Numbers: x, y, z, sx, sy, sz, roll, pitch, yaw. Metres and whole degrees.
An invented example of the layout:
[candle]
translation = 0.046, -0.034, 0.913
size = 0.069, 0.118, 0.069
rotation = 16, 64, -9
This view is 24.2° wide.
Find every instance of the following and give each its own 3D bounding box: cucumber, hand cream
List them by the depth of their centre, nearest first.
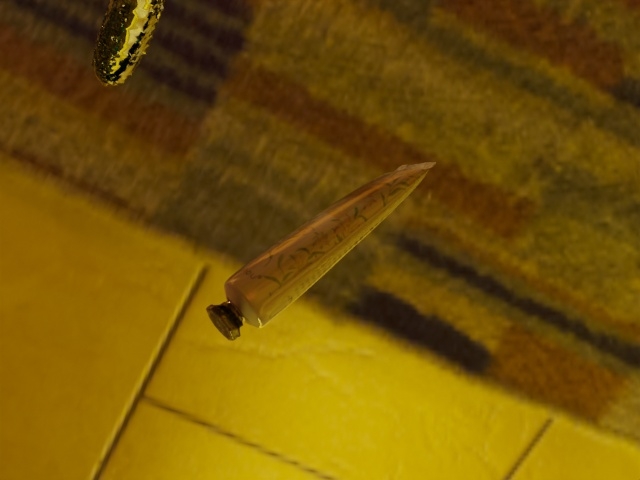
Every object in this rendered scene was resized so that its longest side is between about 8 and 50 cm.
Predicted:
[hand cream]
translation = 0.000, 0.000, 1.076
size = 0.194, 0.067, 0.042
rotation = -40, 99, -17
[cucumber]
translation = -0.135, -0.183, 1.110
size = 0.043, 0.044, 0.256
rotation = 3, 153, -18
